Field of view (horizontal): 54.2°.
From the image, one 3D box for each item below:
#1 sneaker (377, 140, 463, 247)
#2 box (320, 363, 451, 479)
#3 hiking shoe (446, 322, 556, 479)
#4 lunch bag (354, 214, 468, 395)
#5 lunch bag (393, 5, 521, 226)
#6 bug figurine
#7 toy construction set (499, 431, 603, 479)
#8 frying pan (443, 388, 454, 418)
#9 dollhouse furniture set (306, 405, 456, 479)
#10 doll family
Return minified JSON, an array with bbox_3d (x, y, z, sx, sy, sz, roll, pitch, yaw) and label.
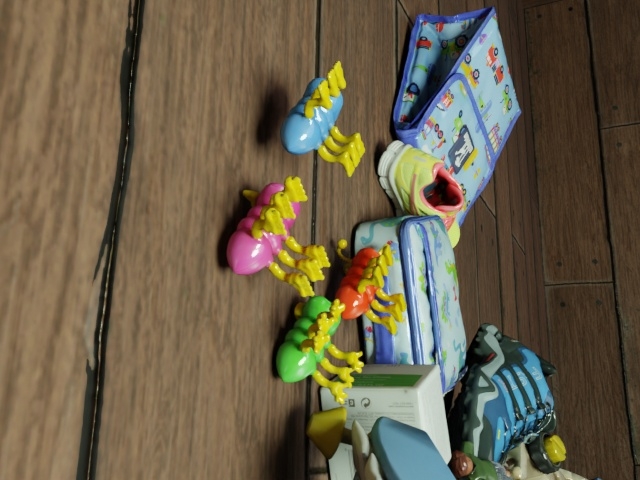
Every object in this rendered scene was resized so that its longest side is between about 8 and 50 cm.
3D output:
[{"bbox_3d":[0.154,-0.044,0.840,0.081,0.094,0.208,-58,137,-16],"label":"sneaker"},{"bbox_3d":[0.066,0.180,0.613,0.087,0.101,0.101,-10,94,-66],"label":"box"},{"bbox_3d":[0.239,0.216,0.796,0.304,0.132,0.113,-52,161,-55],"label":"hiking shoe"},{"bbox_3d":[0.109,0.079,0.750,0.176,0.090,0.218,-2,85,-62],"label":"lunch bag"},{"bbox_3d":[0.197,-0.180,0.986,0.221,0.138,0.293,55,51,-45],"label":"lunch bag"},{"bbox_3d":[0.000,0.000,0.549,0.216,0.072,0.279,-58,141,-44],"label":"bug figurine"},{"bbox_3d":[0.253,0.390,0.903,0.237,0.258,0.309,53,57,-20],"label":"toy construction set"},{"bbox_3d":[0.119,0.266,0.771,0.197,0.053,0.326,56,34,-47],"label":"frying pan"},{"bbox_3d":[-0.042,0.272,0.403,0.303,0.198,0.286,-114,-135,-80],"label":"dollhouse furniture set"},{"bbox_3d":[0.165,0.285,0.597,0.111,0.076,0.193,24,19,-24],"label":"doll family"}]
